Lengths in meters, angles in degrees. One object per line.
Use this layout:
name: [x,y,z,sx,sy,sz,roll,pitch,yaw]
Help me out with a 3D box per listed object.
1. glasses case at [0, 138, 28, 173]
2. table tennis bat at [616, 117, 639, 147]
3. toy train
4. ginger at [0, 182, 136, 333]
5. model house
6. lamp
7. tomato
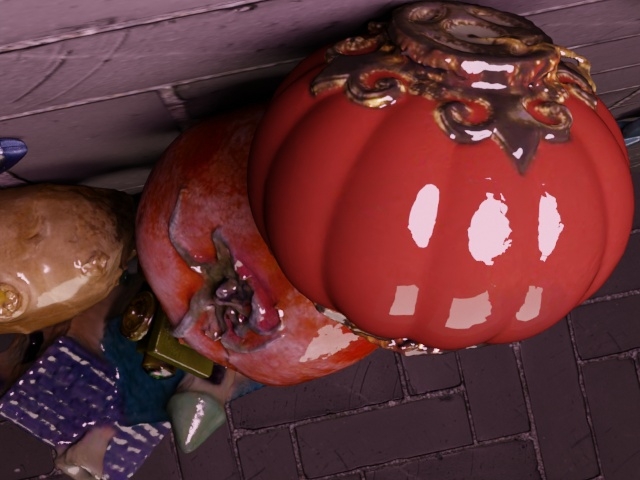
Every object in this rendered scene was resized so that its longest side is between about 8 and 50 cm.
glasses case: [-0.246,-0.054,0.828,0.083,0.023,0.033,-13,176,37]
table tennis bat: [0.489,-0.168,1.552,0.329,0.044,0.215,-15,177,32]
toy train: [-0.105,0.021,1.073,0.090,0.225,0.137,30,150,-36]
ginger: [-0.358,0.004,1.045,0.375,0.166,0.236,8,-147,-5]
model house: [-0.224,0.137,1.354,0.312,0.280,0.245,-15,134,40]
lamp: [0.069,-0.029,0.673,0.227,0.227,0.227,-12,177,-1]
tomato: [-0.026,-0.006,0.876,0.232,0.232,0.188,-14,-166,39]
